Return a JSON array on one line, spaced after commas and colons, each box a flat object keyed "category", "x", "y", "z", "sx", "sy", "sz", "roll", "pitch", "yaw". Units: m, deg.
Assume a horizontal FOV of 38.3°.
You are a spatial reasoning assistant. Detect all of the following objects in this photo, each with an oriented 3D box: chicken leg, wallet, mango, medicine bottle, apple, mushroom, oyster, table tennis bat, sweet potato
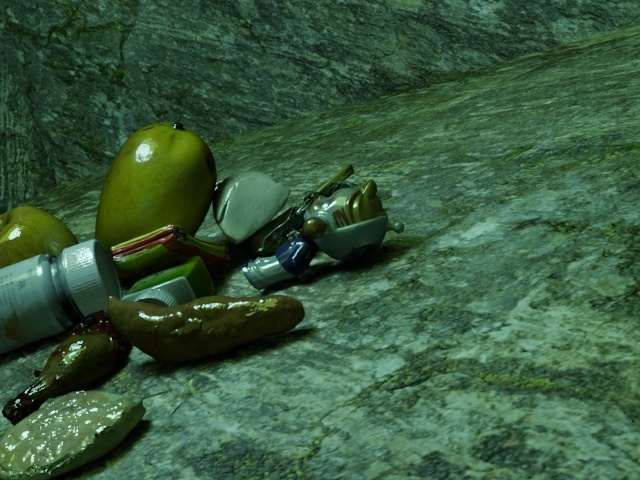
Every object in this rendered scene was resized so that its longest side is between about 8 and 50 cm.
[{"category": "chicken leg", "x": -0.412, "y": 0.199, "z": 1.526, "sx": 0.177, "sy": 0.083, "sz": 0.322, "roll": -28, "pitch": 13, "yaw": 3}, {"category": "wallet", "x": -0.276, "y": 0.033, "z": 1.756, "sx": 0.141, "sy": 0.067, "sz": 0.241, "roll": -20, "pitch": -16, "yaw": 17}, {"category": "mango", "x": -0.363, "y": -0.060, "z": 1.950, "sx": 0.445, "sy": 0.220, "sz": 0.301, "roll": 124, "pitch": 158, "yaw": -44}, {"category": "medicine bottle", "x": -0.546, "y": 0.111, "z": 1.822, "sx": 0.273, "sy": 0.165, "sz": 0.165, "roll": -20, "pitch": 15, "yaw": 2}, {"category": "apple", "x": -0.655, "y": 0.053, "z": 2.021, "sx": 0.264, "sy": 0.264, "sz": 0.264, "roll": -19, "pitch": 15, "yaw": 5}, {"category": "mushroom", "x": -0.165, "y": -0.082, "z": 1.984, "sx": 0.154, "sy": 0.137, "sz": 0.407, "roll": -56, "pitch": 13, "yaw": 0}, {"category": "oyster", "x": -0.011, "y": -0.040, "z": 1.798, "sx": 0.199, "sy": 0.087, "sz": 0.252, "roll": -49, "pitch": -22, "yaw": 16}, {"category": "medicine bottle", "x": -0.273, "y": 0.107, "z": 1.621, "sx": 0.132, "sy": 0.088, "sz": 0.188, "roll": -18, "pitch": 14, "yaw": 10}, {"category": "table tennis bat", "x": -0.040, "y": -0.065, "z": 1.940, "sx": 0.198, "sy": 0.050, "sz": 0.321, "roll": -37, "pitch": 5, "yaw": 48}, {"category": "sweet potato", "x": -0.190, "y": 0.136, "z": 1.409, "sx": 0.354, "sy": 0.095, "sz": 0.106, "roll": -2, "pitch": 66, "yaw": 24}]

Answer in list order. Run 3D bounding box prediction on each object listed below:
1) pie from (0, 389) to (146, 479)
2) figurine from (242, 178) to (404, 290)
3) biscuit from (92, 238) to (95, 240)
[{"category": "pie", "x": -0.348, "y": 0.263, "z": 1.237, "sx": 0.218, "sy": 0.052, "sz": 0.185, "roll": -5, "pitch": 20, "yaw": 41}, {"category": "figurine", "x": -0.005, "y": 0.003, "z": 1.594, "sx": 0.274, "sy": 0.133, "sz": 0.194, "roll": -32, "pitch": -1, "yaw": -7}, {"category": "biscuit", "x": -0.558, "y": 0.004, "z": 2.465, "sx": 0.186, "sy": 0.044, "sz": 0.295, "roll": -20, "pitch": 14, "yaw": 11}]
